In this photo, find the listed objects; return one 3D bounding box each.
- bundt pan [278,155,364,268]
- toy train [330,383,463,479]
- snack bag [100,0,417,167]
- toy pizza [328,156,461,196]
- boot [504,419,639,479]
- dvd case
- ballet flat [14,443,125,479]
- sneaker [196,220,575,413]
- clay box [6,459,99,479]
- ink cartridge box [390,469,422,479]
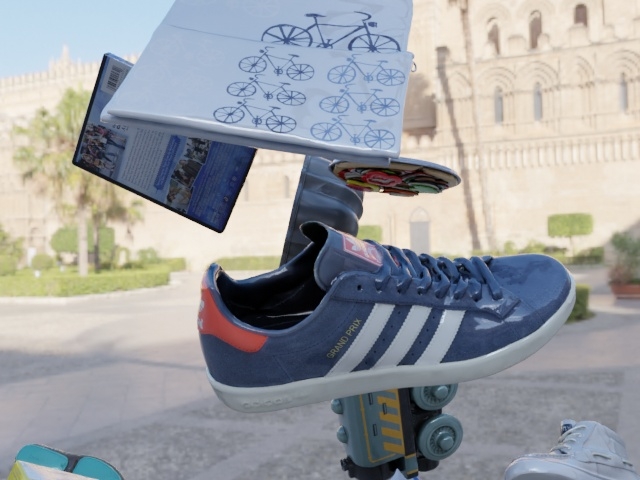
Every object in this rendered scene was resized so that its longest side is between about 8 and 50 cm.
[{"bbox_3d":[0.000,0.000,1.294,0.124,0.330,0.331,13,-3,-1],"label":"bundt pan"},{"bbox_3d":[0.102,0.217,1.061,0.190,0.333,0.142,-14,21,-15],"label":"toy train"},{"bbox_3d":[-0.046,-0.227,0.832,0.323,0.342,0.037,10,-41,6],"label":"snack bag"},{"bbox_3d":[0.110,-0.090,1.060,0.202,0.032,0.201,7,-6,1],"label":"toy pizza"},{"bbox_3d":[0.362,0.322,1.026,0.258,0.123,0.095,22,-49,-26],"label":"boot"},{"bbox_3d":[-0.225,-0.139,1.024,0.253,0.180,0.022,25,23,0],"label":"dvd case"},{"bbox_3d":[-0.415,0.397,1.184,0.206,0.073,0.067,17,-39,14],"label":"ballet flat"},{"bbox_3d":[0.059,0.044,0.625,0.350,0.148,0.131,-14,28,-5],"label":"sneaker"},{"bbox_3d":[-0.306,0.354,0.870,0.127,0.053,0.222,30,-7,-35],"label":"clay box"},{"bbox_3d":[0.169,0.649,1.425,0.270,0.395,0.151,-37,41,-2],"label":"ink cartridge box"}]
